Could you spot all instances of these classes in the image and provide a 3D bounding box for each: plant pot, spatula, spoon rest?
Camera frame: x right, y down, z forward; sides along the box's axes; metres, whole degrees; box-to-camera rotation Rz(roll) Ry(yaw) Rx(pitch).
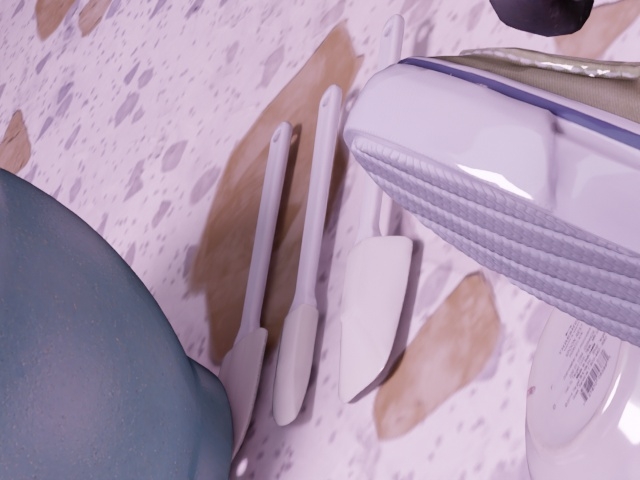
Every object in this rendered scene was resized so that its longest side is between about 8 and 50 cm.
[{"bbox_3d":[-0.169,0.113,1.008,0.293,0.196,0.293,-43,34,39],"label":"plant pot"},{"bbox_3d":[0.000,0.000,1.036,0.168,0.019,0.242,-42,30,46],"label":"spatula"},{"bbox_3d":[0.153,0.002,0.685,0.137,0.084,0.276,-105,37,-59],"label":"spoon rest"}]

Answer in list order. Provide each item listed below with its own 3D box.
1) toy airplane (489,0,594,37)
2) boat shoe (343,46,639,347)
[{"bbox_3d":[0.177,-0.245,0.544,0.386,0.272,0.384,-15,41,-7],"label":"toy airplane"},{"bbox_3d":[0.144,-0.010,0.580,0.302,0.109,0.094,21,74,34],"label":"boat shoe"}]
